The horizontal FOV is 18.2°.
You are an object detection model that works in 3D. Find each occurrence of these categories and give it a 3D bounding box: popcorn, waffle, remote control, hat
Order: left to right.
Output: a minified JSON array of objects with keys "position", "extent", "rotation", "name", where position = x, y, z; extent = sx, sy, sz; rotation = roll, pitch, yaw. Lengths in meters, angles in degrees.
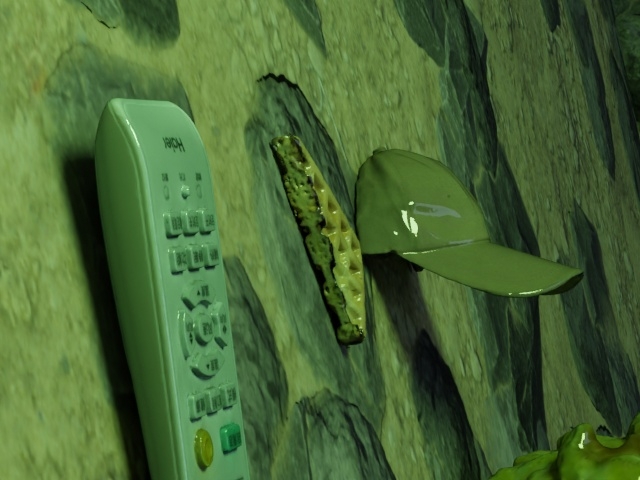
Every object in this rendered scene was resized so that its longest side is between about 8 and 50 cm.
[{"position":[-0.081,0.067,1.113],"extent":[0.103,0.051,0.293],"rotation":[-8,88,-73],"name":"remote control"},{"position":[0.000,0.000,1.475],"extent":[0.152,0.023,0.097],"rotation":[60,22,-47],"name":"waffle"},{"position":[0.128,-0.017,1.666],"extent":[0.166,0.173,0.144],"rotation":[8,75,-74],"name":"hat"},{"position":[0.236,0.266,1.711],"extent":[0.195,0.255,0.256],"rotation":[45,1,-21],"name":"popcorn"}]
